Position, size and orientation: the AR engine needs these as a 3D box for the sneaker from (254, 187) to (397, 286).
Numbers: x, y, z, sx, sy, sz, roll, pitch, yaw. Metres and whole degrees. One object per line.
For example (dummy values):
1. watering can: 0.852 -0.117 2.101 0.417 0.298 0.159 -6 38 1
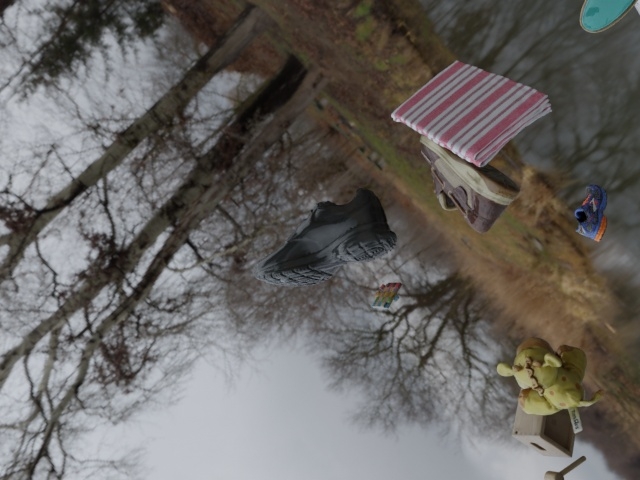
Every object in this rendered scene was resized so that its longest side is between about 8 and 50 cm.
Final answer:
1. sneaker: 0.000 0.000 1.100 0.109 0.286 0.130 27 -134 -58

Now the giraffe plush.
1. giraffe plush: 0.469 0.281 1.278 0.170 0.181 0.210 41 -163 -23

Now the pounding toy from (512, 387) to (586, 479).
1. pounding toy: 0.556 0.491 1.469 0.181 0.206 0.094 35 150 -22

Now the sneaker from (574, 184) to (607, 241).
1. sneaker: 0.863 -0.100 1.929 0.083 0.087 0.221 93 -168 -50

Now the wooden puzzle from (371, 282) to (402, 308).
1. wooden puzzle: 0.111 0.092 1.012 0.006 0.049 0.083 38 162 -16

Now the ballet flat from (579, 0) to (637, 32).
1. ballet flat: 0.537 -0.470 1.037 0.080 0.232 0.073 34 -139 8

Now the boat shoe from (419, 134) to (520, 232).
1. boat shoe: 0.271 -0.119 1.211 0.123 0.123 0.342 13 -157 -22

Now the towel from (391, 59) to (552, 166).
1. towel: 0.212 -0.188 0.873 0.197 0.144 0.029 42 167 45

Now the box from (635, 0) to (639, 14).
1. box: 0.825 -0.553 1.244 0.232 0.322 0.058 50 -163 -14
